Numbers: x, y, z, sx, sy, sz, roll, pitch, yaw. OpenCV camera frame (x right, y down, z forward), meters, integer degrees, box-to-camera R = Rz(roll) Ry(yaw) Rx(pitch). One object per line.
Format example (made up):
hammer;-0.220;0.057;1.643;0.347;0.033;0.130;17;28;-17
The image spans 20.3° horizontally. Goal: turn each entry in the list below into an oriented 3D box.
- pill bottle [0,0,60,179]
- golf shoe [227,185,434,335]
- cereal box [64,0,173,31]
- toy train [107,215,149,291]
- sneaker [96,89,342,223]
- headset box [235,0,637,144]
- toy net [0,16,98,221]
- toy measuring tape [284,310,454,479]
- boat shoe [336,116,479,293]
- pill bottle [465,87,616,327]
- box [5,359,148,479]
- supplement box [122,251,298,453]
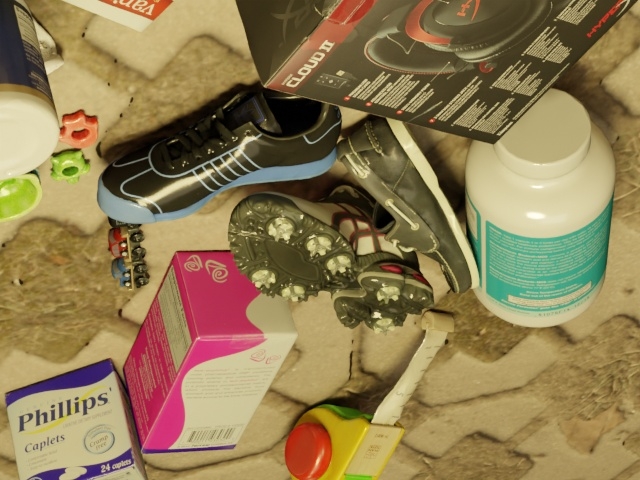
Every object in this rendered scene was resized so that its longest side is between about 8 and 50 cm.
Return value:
pill bottle;-0.260;-0.137;1.364;0.094;0.169;0.094;-13;146;-9
golf shoe;0.000;0.000;1.747;0.105;0.120;0.273;-29;144;26
cereal box;-0.129;-0.268;1.347;0.173;0.047;0.240;18;133;-42
toy train;-0.188;0.001;1.734;0.036;0.027;0.158;-9;146;-8
sneaker;-0.092;-0.087;1.611;0.232;0.081;0.090;-17;145;-15
headset box;0.088;-0.209;1.482;0.293;0.110;0.218;10;137;-37
toy net;-0.245;-0.105;1.534;0.122;0.045;0.232;-7;145;-16
toy measuring tape;0.043;0.200;2.106;0.121;0.121;0.330;12;114;-39
boat shoe;0.089;-0.028;1.749;0.079;0.084;0.233;-31;129;2
pill bottle;0.216;-0.036;1.767;0.146;0.146;0.264;-15;148;-5
box;-0.261;0.217;1.913;0.126;0.137;0.072;-18;146;0
supplement box;-0.118;0.118;1.862;0.111;0.114;0.220;0;144;-25
